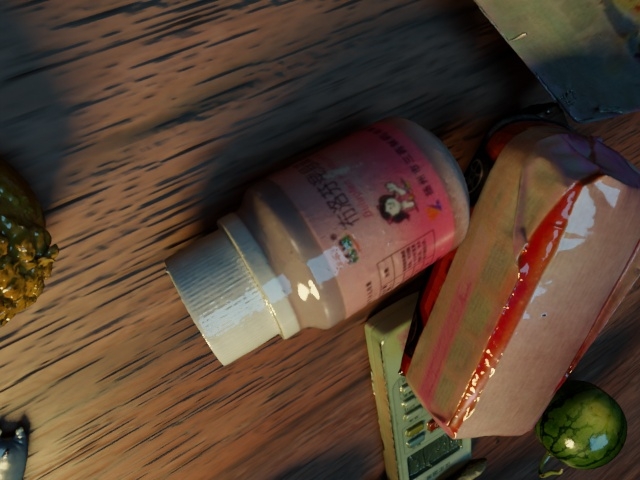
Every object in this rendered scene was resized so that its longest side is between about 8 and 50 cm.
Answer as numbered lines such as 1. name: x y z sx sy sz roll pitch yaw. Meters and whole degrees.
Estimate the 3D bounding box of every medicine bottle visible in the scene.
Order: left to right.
1. medicine bottle: 0.000 0.000 0.390 0.247 0.147 0.147 -30 122 -15

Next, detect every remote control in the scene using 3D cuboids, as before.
1. remote control: 0.147 0.223 0.625 0.145 0.050 0.344 -22 121 -19

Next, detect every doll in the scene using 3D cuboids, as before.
1. doll: -0.289 0.222 0.401 0.037 0.027 0.125 10 103 -32

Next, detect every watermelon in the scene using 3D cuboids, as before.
1. watermelon: 0.439 0.336 0.783 0.187 0.140 0.141 -44 125 -2

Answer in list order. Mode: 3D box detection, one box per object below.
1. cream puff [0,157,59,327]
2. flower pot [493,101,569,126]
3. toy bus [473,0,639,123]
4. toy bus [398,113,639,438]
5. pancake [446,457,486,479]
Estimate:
1. cream puff: -0.254 0.003 0.268 0.165 0.115 0.150 7 112 -32
2. flower pot: 0.243 -0.106 0.512 0.111 0.111 0.089 -27 106 -16
3. toy bus: 0.217 -0.230 0.389 0.317 0.138 0.113 32 54 -29
4. toy bus: 0.185 0.042 0.431 0.127 0.147 0.303 10 113 -16
5. pancake: 0.210 0.395 0.719 0.139 0.022 0.139 -29 152 -17
